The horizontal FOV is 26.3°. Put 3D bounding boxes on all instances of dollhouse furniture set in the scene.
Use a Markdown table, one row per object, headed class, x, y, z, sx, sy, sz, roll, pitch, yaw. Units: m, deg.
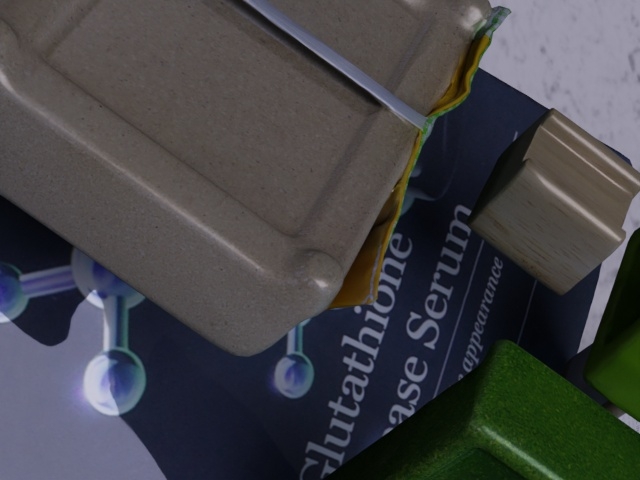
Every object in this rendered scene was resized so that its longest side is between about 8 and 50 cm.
| class | x | y | z | sx | sy | sz | roll | pitch | yaw |
| --- | --- | --- | --- | --- | --- | --- | --- | --- | --- |
| dollhouse furniture set | 0.000 | 0.000 | 0.546 | 0.301 | 0.151 | 0.198 | 36 | 47 | -6 |

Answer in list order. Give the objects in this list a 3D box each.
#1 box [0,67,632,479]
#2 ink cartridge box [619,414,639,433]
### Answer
| class | x | y | z | sx | sy | sz | roll | pitch | yaw |
| --- | --- | --- | --- | --- | --- | --- | --- | --- | --- |
| box | -0.091 | 0.020 | 0.650 | 0.395 | 0.212 | 0.294 | 26 | 74 | -27 |
| ink cartridge box | 0.160 | 0.178 | 0.898 | 0.235 | 0.056 | 0.171 | -22 | 116 | -39 |
